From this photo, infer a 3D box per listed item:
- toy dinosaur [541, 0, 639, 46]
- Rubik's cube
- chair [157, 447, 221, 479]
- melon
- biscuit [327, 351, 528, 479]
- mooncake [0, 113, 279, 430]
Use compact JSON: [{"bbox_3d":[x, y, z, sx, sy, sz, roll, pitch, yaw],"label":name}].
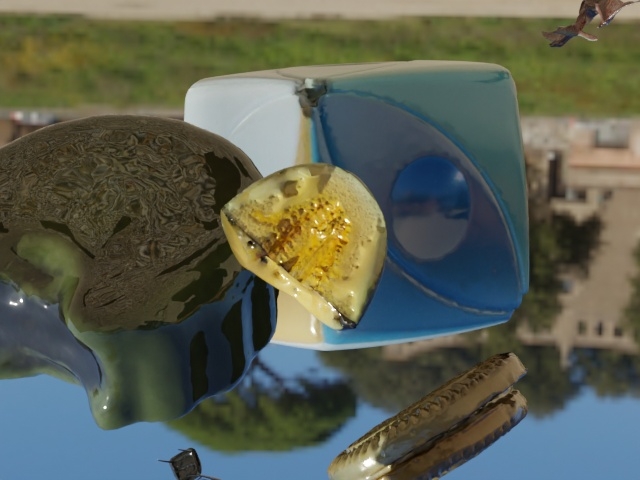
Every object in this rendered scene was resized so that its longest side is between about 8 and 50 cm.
[{"bbox_3d":[0.339,-0.287,2.038,0.032,0.108,0.220,41,160,-14],"label":"toy dinosaur"},{"bbox_3d":[0.042,-0.056,2.117,0.351,0.352,0.347,-10,-169,-31],"label":"Rubik's cube"},{"bbox_3d":[-0.150,0.261,1.847,0.037,0.042,0.086,-27,156,13],"label":"chair"},{"bbox_3d":[0.000,0.000,1.467,0.160,0.128,0.079,41,179,10],"label":"melon"},{"bbox_3d":[0.114,0.208,1.716,0.259,0.079,0.259,-31,174,-3],"label":"biscuit"},{"bbox_3d":[-0.211,0.028,1.658,0.351,0.187,0.351,-4,-139,3],"label":"mooncake"}]
